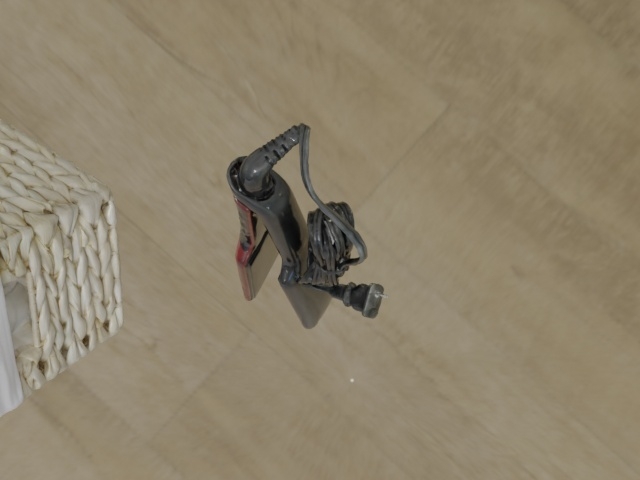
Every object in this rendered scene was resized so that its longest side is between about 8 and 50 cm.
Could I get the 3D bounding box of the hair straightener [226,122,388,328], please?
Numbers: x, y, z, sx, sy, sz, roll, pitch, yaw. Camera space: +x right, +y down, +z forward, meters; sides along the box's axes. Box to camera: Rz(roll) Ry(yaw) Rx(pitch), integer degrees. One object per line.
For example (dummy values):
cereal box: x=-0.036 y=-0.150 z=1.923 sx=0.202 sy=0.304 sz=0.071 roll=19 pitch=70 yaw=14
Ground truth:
hair straightener: x=0.000 y=0.000 z=0.721 sx=0.089 sy=0.230 sz=0.047 roll=26 pitch=70 yaw=8

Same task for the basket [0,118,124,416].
basket: x=-0.197 y=0.002 z=0.783 sx=0.103 sy=0.113 sz=0.167 roll=-29 pitch=45 yaw=-36
